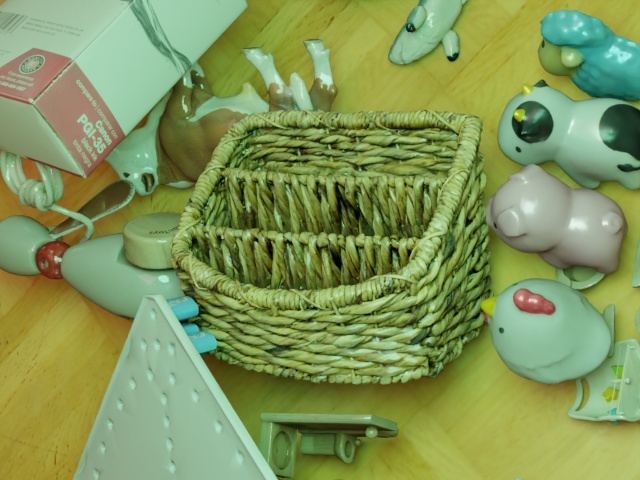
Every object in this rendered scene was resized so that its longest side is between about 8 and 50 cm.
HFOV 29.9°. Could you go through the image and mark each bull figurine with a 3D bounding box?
[{"bbox_3d":[-0.115,-0.137,1.391,0.310,0.101,0.188,5,110,23],"label":"bull figurine"}]

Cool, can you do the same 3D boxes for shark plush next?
[{"bbox_3d":[0.123,-0.273,1.341,0.067,0.073,0.161,10,85,62],"label":"shark plush"}]

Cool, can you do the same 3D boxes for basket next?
[{"bbox_3d":[0.000,0.000,1.192,0.299,0.213,0.223,6,113,30],"label":"basket"}]

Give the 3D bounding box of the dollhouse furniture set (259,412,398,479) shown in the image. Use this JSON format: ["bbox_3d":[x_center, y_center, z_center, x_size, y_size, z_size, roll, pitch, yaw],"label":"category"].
[{"bbox_3d":[0.024,0.256,1.188,0.123,0.144,0.151,-5,72,29],"label":"dollhouse furniture set"}]

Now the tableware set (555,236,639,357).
[{"bbox_3d":[0.290,0.052,1.148,0.169,0.020,0.141,-15,49,26],"label":"tableware set"}]

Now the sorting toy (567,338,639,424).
[{"bbox_3d":[0.271,0.143,1.144,0.075,0.045,0.083,-12,49,42],"label":"sorting toy"}]

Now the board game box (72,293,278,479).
[{"bbox_3d":[-0.116,0.312,1.197,0.390,0.050,0.390,53,135,29],"label":"board game box"}]

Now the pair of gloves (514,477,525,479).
[{"bbox_3d":[0.246,0.350,1.098,0.204,0.042,0.240,8,81,31],"label":"pair of gloves"}]

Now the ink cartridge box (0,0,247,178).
[{"bbox_3d":[-0.247,-0.221,1.307,0.207,0.117,0.283,18,59,41],"label":"ink cartridge box"}]

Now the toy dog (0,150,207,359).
[{"bbox_3d":[-0.222,0.016,1.385,0.334,0.161,0.220,37,124,27],"label":"toy dog"}]

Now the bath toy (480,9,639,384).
[{"bbox_3d":[0.225,-0.041,1.138,0.151,0.129,0.348,3,68,30],"label":"bath toy"}]
